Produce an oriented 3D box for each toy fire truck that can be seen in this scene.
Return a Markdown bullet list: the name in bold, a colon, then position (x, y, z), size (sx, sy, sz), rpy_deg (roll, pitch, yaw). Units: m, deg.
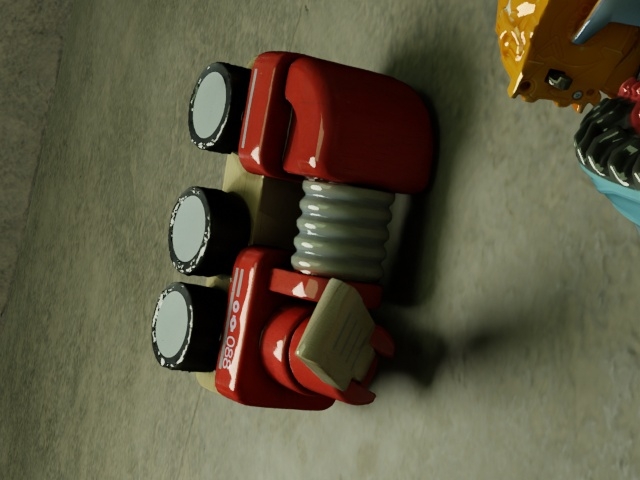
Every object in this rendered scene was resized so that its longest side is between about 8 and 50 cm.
- **toy fire truck**: position (0.000, 0.000, 0.760), size (0.246, 0.158, 0.217), rpy_deg (12, 92, 56)

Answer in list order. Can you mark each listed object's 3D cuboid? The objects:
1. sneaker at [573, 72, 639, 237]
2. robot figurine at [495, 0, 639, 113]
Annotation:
- **sneaker**: position (0.175, 0.015, 0.365), size (0.104, 0.125, 0.262), rpy_deg (-38, 24, 5)
- **robot figurine**: position (0.139, -0.215, 0.564), size (0.211, 0.085, 0.291), rpy_deg (-109, 35, -49)
